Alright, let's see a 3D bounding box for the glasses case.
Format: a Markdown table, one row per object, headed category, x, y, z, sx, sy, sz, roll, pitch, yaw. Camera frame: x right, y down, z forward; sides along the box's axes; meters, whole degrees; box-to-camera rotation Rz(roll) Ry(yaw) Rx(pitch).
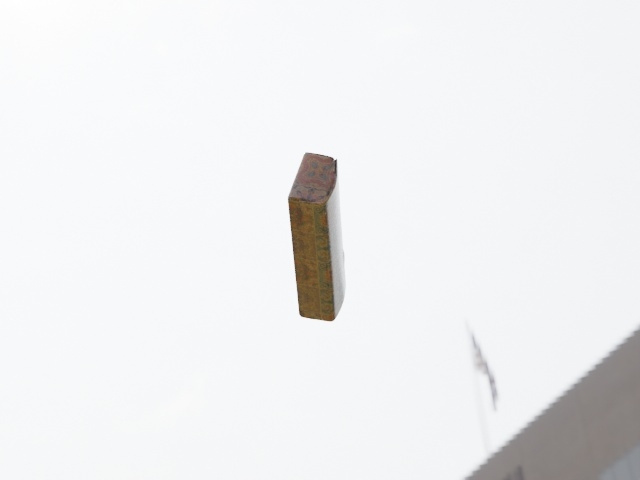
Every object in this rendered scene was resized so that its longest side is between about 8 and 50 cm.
| category | x | y | z | sx | sy | sz | roll | pitch | yaw |
| --- | --- | --- | --- | --- | --- | --- | --- | --- | --- |
| glasses case | 0.000 | 0.000 | 1.767 | 0.049 | 0.075 | 0.218 | 10 | -39 | 12 |
